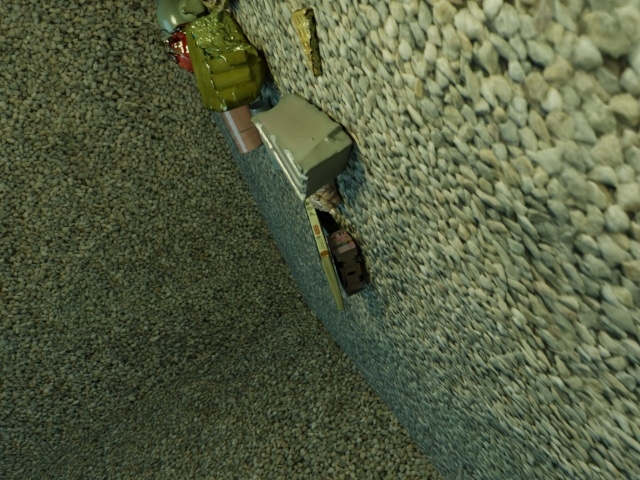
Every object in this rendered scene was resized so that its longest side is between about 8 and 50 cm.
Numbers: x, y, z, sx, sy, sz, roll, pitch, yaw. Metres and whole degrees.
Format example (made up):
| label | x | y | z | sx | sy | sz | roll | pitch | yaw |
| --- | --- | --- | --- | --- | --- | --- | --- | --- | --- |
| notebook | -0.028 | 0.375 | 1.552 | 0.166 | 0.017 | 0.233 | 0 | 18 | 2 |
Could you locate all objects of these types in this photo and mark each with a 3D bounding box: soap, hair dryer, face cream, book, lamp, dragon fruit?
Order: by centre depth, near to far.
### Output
| label | x | y | z | sx | sy | sz | roll | pitch | yaw |
| --- | --- | --- | --- | --- | --- | --- | --- | --- | --- |
| soap | -0.059 | -0.280 | 1.322 | 0.302 | 0.158 | 0.258 | 57 | 173 | 8 |
| book | 0.000 | 0.000 | 1.841 | 0.300 | 0.039 | 0.428 | 72 | -179 | -47 |
| face cream | -0.175 | -0.375 | 1.869 | 0.077 | 0.077 | 0.250 | 48 | 164 | 51 |
| dragon fruit | -0.460 | -0.702 | 1.895 | 0.192 | 0.273 | 0.193 | -83 | -17 | -45 |
| lamp | -0.519 | -0.856 | 1.992 | 0.243 | 0.197 | 0.198 | -1 | 121 | 52 |
| hair dryer | -0.346 | -0.510 | 2.276 | 0.211 | 0.125 | 0.352 | 65 | 176 | -19 |

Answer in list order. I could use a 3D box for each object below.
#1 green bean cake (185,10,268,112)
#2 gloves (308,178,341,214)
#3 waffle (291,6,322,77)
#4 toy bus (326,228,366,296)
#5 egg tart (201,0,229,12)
| label | x | y | z | sx | sy | sz | roll | pitch | yaw |
| --- | --- | --- | --- | --- | --- | --- | --- | --- | --- |
| green bean cake | -0.281 | -0.559 | 1.613 | 0.310 | 0.201 | 0.285 | -139 | 33 | -59 |
| gloves | 0.009 | -0.146 | 1.583 | 0.110 | 0.094 | 0.144 | 25 | 137 | 54 |
| waffle | -0.017 | -0.418 | 1.118 | 0.097 | 0.023 | 0.153 | 45 | 160 | 60 |
| toy bus | 0.092 | 0.081 | 1.801 | 0.274 | 0.090 | 0.112 | 73 | 170 | -53 |
| egg tart | -0.369 | -0.800 | 1.459 | 0.352 | 0.149 | 0.352 | 53 | 167 | 18 |
